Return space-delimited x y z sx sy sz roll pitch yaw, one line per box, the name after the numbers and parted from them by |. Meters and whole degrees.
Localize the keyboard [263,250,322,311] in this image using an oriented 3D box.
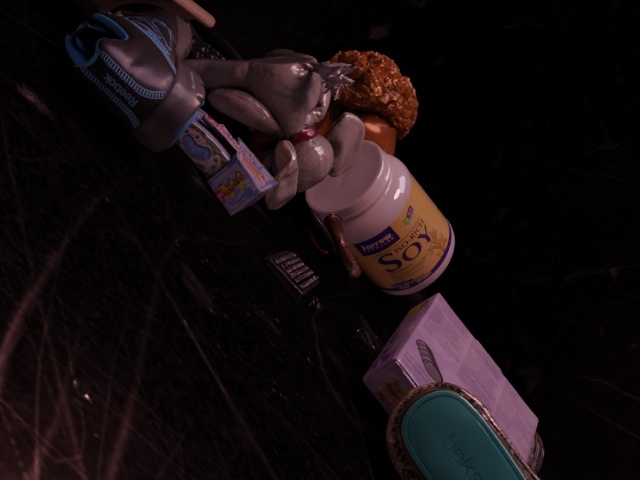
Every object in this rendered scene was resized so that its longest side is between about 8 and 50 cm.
-0.029 0.058 1.222 0.108 0.023 0.180 52 8 3 | keyboard

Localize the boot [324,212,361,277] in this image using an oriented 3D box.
0.047 0.013 1.666 0.106 0.037 0.114 64 4 -53 | boot

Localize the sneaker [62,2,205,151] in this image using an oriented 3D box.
-0.235 -0.239 1.012 0.140 0.125 0.341 38 10 -34 | sneaker

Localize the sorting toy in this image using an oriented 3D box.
-0.303 -0.367 1.085 0.229 0.041 0.307 16 -3 29 | sorting toy

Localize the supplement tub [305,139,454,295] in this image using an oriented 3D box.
0.139 -0.051 1.925 0.331 0.241 0.241 45 10 -39 | supplement tub

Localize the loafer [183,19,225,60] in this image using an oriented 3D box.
-0.294 -0.422 1.784 0.223 0.076 0.078 45 -29 2 | loafer

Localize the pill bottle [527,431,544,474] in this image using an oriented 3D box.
0.261 0.304 1.372 0.245 0.130 0.130 47 9 -34 | pill bottle

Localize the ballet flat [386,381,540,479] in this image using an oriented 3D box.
0.239 0.372 0.910 0.483 0.164 0.182 53 -12 27 | ballet flat

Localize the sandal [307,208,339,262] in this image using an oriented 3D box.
0.000 0.000 1.653 0.067 0.040 0.179 62 -3 30 | sandal

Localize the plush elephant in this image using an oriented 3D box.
-0.063 -0.205 1.525 0.330 0.255 0.272 16 26 41 | plush elephant

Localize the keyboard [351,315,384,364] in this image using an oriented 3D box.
0.111 0.225 1.245 0.201 0.033 0.317 54 4 -36 | keyboard

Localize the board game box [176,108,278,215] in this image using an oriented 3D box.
-0.141 -0.116 1.231 0.194 0.060 0.194 49 7 -17 | board game box

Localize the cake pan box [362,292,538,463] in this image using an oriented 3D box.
0.195 0.228 1.160 0.267 0.070 0.246 51 29 -2 | cake pan box

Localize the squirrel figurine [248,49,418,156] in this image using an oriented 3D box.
0.026 -0.322 2.030 0.370 0.397 0.281 33 26 -28 | squirrel figurine
